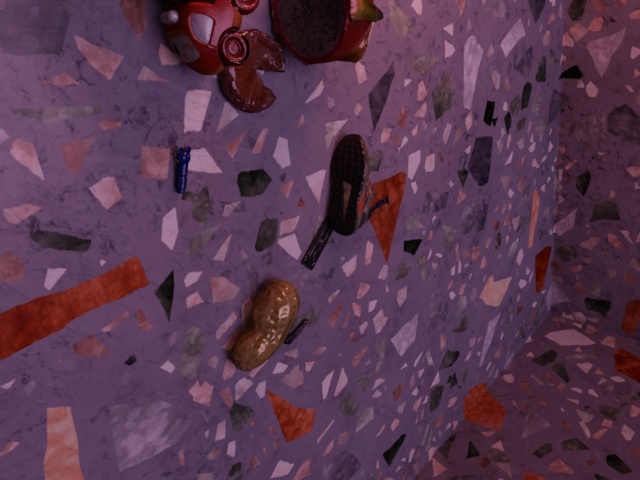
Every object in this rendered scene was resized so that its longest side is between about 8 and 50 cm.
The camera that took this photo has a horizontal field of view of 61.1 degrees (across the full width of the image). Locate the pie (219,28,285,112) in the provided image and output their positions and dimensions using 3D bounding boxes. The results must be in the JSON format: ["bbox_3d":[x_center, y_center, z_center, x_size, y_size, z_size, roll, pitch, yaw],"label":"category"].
[{"bbox_3d":[-0.179,-0.453,1.453,0.205,0.054,0.218,-1,104,-47],"label":"pie"}]

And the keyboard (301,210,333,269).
[{"bbox_3d":[0.000,0.000,1.840,0.061,0.013,0.204,39,75,-46],"label":"keyboard"}]

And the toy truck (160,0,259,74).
[{"bbox_3d":[-0.286,-0.520,1.224,0.239,0.189,0.264,4,100,-38],"label":"toy truck"}]

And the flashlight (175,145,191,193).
[{"bbox_3d":[-0.354,-0.180,1.381,0.057,0.036,0.121,-33,135,-66],"label":"flashlight"}]

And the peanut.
[{"bbox_3d":[-0.169,0.265,1.673,0.147,0.147,0.305,26,89,-48],"label":"peanut"}]

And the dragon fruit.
[{"bbox_3d":[0.038,-0.623,1.455,0.226,0.306,0.305,-21,118,-45],"label":"dragon fruit"}]

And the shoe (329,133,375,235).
[{"bbox_3d":[0.130,-0.187,1.834,0.171,0.133,0.336,-12,110,-55],"label":"shoe"}]

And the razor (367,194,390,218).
[{"bbox_3d":[0.201,-0.113,2.003,0.155,0.028,0.044,-41,130,-31],"label":"razor"}]

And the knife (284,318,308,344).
[{"bbox_3d":[-0.082,0.312,1.862,0.121,0.018,0.031,-47,135,-27],"label":"knife"}]
